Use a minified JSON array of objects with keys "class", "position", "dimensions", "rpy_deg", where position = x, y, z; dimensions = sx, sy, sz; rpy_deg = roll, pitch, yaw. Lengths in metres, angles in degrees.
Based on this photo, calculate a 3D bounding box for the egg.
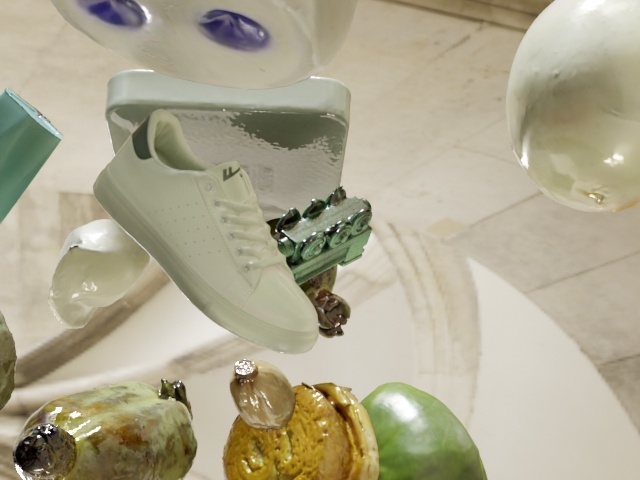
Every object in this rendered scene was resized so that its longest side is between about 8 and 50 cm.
[{"class":"egg","position":[0.414,-0.221,1.429],"dimensions":[0.283,0.283,0.345],"rpy_deg":[-20,-121,55]}]

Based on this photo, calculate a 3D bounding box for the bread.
[{"class":"bread","position":[-0.035,0.305,1.334],"dimensions":[0.236,0.120,0.198],"rpy_deg":[-31,-130,18]}]

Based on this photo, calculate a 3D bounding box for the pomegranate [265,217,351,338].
[{"class":"pomegranate","position":[-0.051,0.074,1.491],"dimensions":[0.179,0.179,0.210],"rpy_deg":[-45,-122,46]}]

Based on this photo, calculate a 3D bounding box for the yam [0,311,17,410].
[{"class":"yam","position":[-0.399,0.144,0.883],"dimensions":[0.168,0.304,0.168],"rpy_deg":[6,-69,17]}]

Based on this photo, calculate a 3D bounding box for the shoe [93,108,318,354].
[{"class":"shoe","position":[-0.092,-0.013,0.882],"dimensions":[0.265,0.095,0.110],"rpy_deg":[38,-69,15]}]

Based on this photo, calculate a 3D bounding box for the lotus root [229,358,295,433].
[{"class":"lotus root","position":[-0.068,0.186,1.163],"dimensions":[0.150,0.073,0.062],"rpy_deg":[70,13,-49]}]

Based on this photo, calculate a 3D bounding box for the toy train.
[{"class":"toy train","position":[0.000,0.000,1.273],"dimensions":[0.071,0.170,0.111],"rpy_deg":[40,-45,25]}]

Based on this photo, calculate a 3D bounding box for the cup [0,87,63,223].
[{"class":"cup","position":[-0.457,-0.084,1.310],"dimensions":[0.134,0.148,0.236],"rpy_deg":[44,-92,11]}]

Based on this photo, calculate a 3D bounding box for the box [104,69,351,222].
[{"class":"box","position":[-0.142,-0.141,1.577],"dimensions":[0.367,0.373,0.090],"rpy_deg":[99,-9,-64]}]

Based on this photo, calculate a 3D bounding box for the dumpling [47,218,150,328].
[{"class":"dumpling","position":[-0.330,0.049,1.450],"dimensions":[0.166,0.126,0.216],"rpy_deg":[-64,-164,16]}]

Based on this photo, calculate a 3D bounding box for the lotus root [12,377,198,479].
[{"class":"lotus root","position":[-0.267,0.251,1.188],"dimensions":[0.173,0.309,0.173],"rpy_deg":[-1,-92,24]}]

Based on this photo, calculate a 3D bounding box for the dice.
[{"class":"dice","position":[-0.115,-0.345,1.016],"dimensions":[0.304,0.304,0.277],"rpy_deg":[68,36,-73]}]

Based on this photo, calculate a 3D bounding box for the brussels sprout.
[{"class":"brussels sprout","position":[0.123,0.442,1.667],"dimensions":[0.315,0.276,0.371],"rpy_deg":[42,-70,28]}]
